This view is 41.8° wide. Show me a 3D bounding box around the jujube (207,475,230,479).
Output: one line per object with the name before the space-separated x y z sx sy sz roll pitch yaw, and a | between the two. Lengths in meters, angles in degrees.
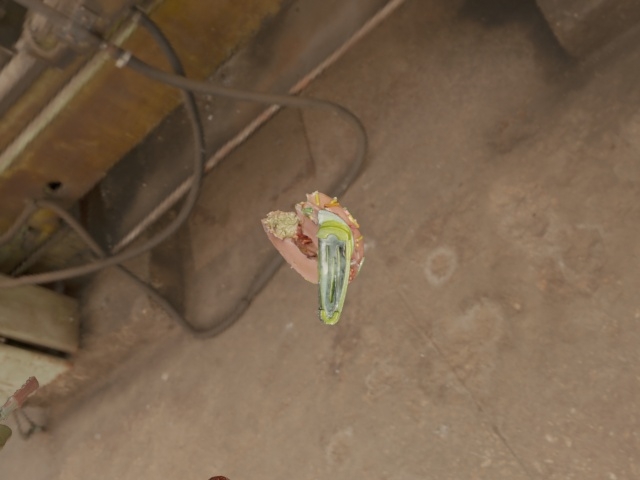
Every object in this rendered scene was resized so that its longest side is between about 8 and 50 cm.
jujube | -0.225 0.556 1.779 0.077 0.077 0.129 -43 11 22

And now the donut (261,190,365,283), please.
donut | 0.000 0.000 1.614 0.085 0.199 0.233 -47 15 -29

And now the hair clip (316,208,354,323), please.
hair clip | 0.021 0.043 1.326 0.060 0.033 0.188 8 107 16

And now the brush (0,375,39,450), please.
brush | -0.593 0.329 1.555 0.071 0.084 0.301 -10 15 12
